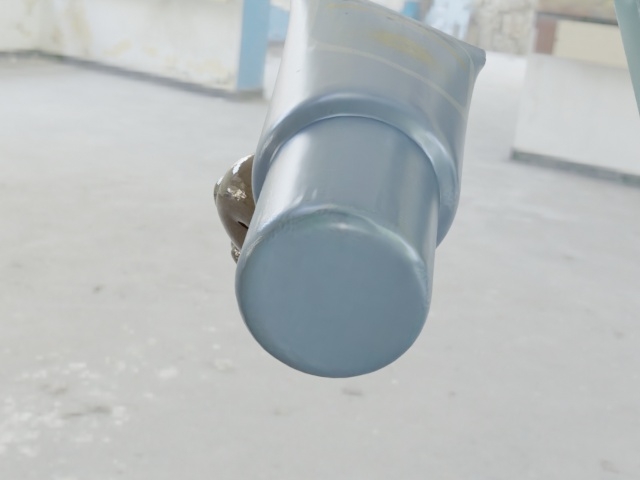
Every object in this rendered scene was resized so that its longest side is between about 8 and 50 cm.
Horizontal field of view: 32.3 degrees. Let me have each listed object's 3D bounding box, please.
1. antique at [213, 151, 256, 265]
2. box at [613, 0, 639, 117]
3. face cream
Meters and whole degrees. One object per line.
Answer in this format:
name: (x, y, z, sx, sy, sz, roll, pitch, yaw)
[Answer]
antique: (0.000, 0.000, 1.102, 0.121, 0.143, 0.257, -38, 53, -22)
box: (0.371, -0.205, 1.039, 0.162, 0.227, 0.130, -10, -4, -14)
face cream: (0.024, -0.064, 0.546, 0.136, 0.086, 0.385, 22, 27, -4)
